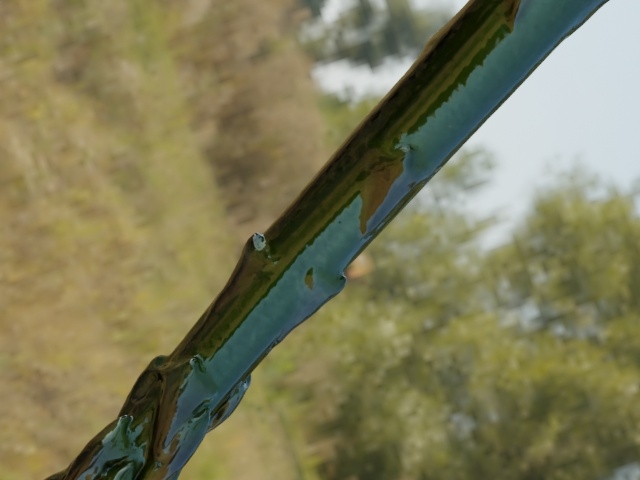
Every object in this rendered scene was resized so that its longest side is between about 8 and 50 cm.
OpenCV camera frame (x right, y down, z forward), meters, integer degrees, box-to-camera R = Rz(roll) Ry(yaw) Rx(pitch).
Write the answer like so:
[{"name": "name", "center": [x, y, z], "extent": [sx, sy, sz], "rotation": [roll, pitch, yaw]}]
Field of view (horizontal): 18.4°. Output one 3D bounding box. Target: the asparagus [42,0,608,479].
[{"name": "asparagus", "center": [0.001, 0.000, 0.462], "extent": [0.027, 0.236, 0.034], "rotation": [42, -3, -5]}]
